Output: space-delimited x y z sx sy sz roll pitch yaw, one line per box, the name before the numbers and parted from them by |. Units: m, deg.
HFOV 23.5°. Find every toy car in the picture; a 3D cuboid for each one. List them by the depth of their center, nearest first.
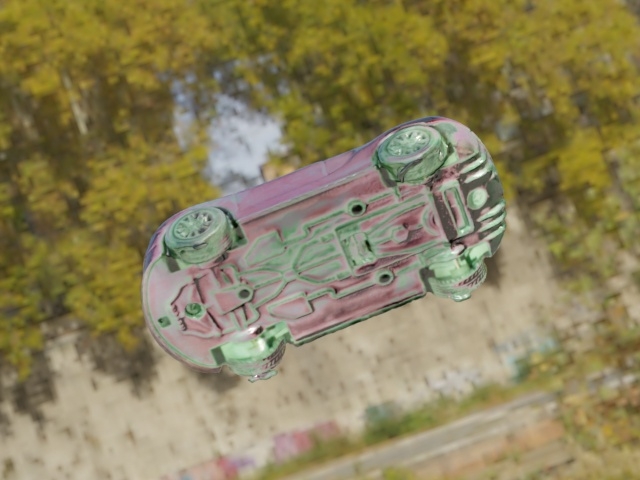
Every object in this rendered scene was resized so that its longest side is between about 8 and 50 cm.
toy car | 0.000 0.000 0.579 0.142 0.069 0.055 -21 35 3
